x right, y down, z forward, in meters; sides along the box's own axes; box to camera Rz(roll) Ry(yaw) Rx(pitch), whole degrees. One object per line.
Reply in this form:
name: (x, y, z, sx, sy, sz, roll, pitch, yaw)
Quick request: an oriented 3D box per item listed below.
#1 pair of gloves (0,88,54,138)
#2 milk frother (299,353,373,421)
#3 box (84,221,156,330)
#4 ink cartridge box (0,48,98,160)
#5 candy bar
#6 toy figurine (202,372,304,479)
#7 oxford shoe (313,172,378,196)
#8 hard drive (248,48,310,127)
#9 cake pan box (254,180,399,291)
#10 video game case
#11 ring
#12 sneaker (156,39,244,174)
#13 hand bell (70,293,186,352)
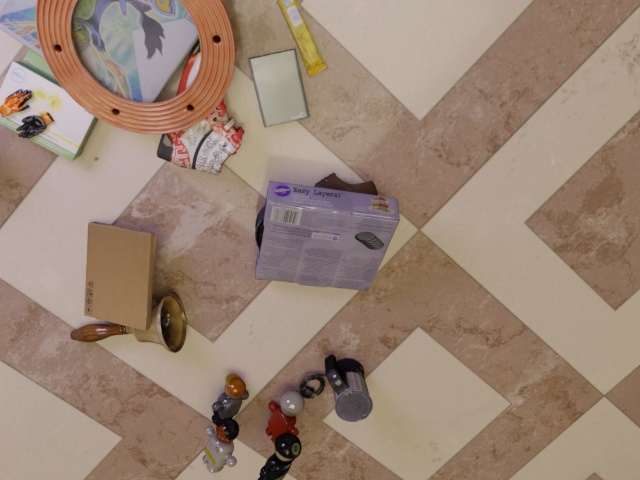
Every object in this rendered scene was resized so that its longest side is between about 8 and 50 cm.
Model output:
pair of gloves: (-0.548, -0.234, 1.130, 0.074, 0.010, 0.083, -32, 112, 7)
milk frother: (0.031, 0.346, 1.373, 0.129, 0.134, 0.143, 34, 103, -14)
box: (-0.410, 0.071, 1.241, 0.165, 0.021, 0.201, 9, 99, 23)
ink cartridge box: (-0.491, -0.293, 1.148, 0.171, 0.056, 0.235, 29, 106, -13)
candy bar: (-0.036, -0.396, 1.169, 0.040, 0.018, 0.161, -26, 109, 1)
toy figurine: (-0.144, 0.414, 1.342, 0.210, 0.213, 0.148, 22, 118, -7)
oxford shoe: (0.006, -0.089, 1.260, 0.227, 0.083, 0.096, -3, 84, 0)
hard drive: (-0.080, -0.299, 1.197, 0.094, 0.022, 0.135, -13, 110, -1)
cake pan box: (0.000, 0.000, 1.228, 0.267, 0.070, 0.245, 6, 138, -6)
video game case: (-0.375, -0.406, 1.033, 0.329, 0.036, 0.300, 34, 121, -20)
ring: (-0.311, -0.339, 1.038, 0.337, 0.032, 0.336, 2, 127, 3)
sneaker: (-0.204, -0.257, 1.168, 0.145, 0.090, 0.270, 20, 110, -12)
hand bell: (-0.426, 0.191, 1.314, 0.242, 0.126, 0.126, -8, 110, 12)
